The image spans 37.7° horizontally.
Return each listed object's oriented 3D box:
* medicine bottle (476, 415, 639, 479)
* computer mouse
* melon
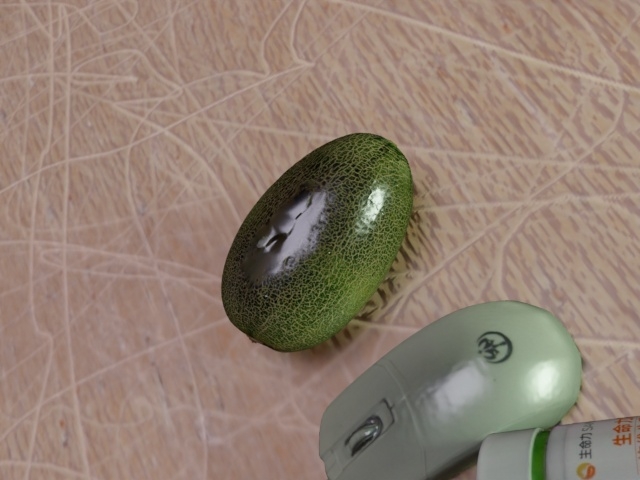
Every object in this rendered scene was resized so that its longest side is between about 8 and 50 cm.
[{"bbox_3d":[0.178,0.128,0.465,0.183,0.086,0.086,-12,61,23],"label":"medicine bottle"},{"bbox_3d":[0.066,0.098,0.563,0.182,0.056,0.089,-35,50,11],"label":"computer mouse"},{"bbox_3d":[0.000,0.000,0.623,0.099,0.099,0.162,33,86,37],"label":"melon"}]
